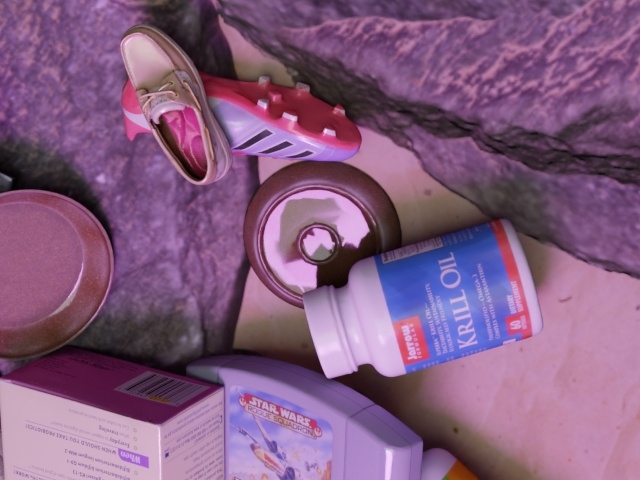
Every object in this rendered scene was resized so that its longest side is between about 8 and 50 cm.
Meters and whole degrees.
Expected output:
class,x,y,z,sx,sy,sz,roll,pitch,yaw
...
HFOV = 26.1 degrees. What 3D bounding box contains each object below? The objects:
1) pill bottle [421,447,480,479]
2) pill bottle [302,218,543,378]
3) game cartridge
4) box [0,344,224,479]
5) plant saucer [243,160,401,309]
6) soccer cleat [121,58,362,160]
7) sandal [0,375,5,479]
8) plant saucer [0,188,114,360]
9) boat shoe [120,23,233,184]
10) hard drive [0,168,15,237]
class,x,y,z,sx,sy,sz,roll,pitch,yaw
pill bottle,0.127,0.307,1.455,0.245,0.136,0.136,42,108,7
pill bottle,0.100,0.066,1.381,0.221,0.124,0.124,-18,105,3
game cartridge,-0.028,0.229,1.428,0.297,0.062,0.198,16,117,38
box,-0.219,0.260,1.469,0.213,0.117,0.243,11,109,29
plant saucer,0.000,0.000,1.441,0.168,0.029,0.169,2,107,7
soccer cleat,-0.081,-0.116,1.394,0.248,0.083,0.095,16,124,3
sandal,-0.395,0.206,1.527,0.120,0.086,0.303,-32,101,16
plant saucer,-0.318,0.032,1.453,0.198,0.036,0.199,-10,118,-20
boat shoe,-0.141,-0.129,1.325,0.063,0.059,0.170,-29,98,19
hard drive,-0.457,-0.040,1.474,0.254,0.054,0.172,17,109,1
